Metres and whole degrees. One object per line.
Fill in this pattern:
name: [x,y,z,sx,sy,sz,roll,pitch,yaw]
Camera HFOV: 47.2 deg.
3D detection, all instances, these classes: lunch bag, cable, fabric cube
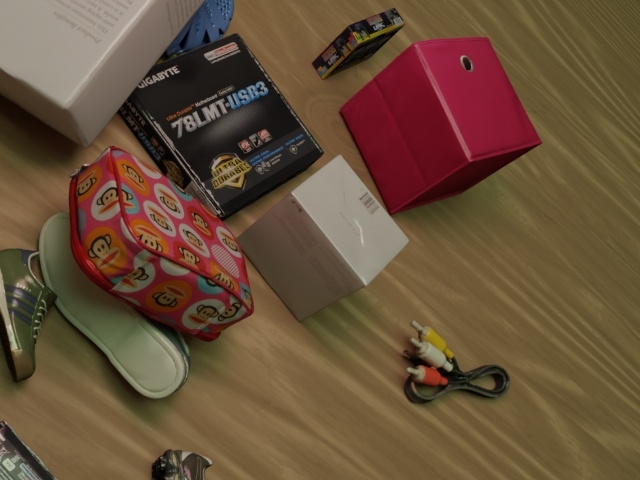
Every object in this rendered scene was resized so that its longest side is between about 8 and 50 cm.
lunch bag: [-0.233,-0.007,1.089,0.293,0.120,0.258,40,21,-45]
cable: [0.267,0.265,1.414,0.287,0.072,0.139,25,61,-23]
fabric cube: [0.248,-0.240,1.529,0.254,0.259,0.258,-16,77,-40]

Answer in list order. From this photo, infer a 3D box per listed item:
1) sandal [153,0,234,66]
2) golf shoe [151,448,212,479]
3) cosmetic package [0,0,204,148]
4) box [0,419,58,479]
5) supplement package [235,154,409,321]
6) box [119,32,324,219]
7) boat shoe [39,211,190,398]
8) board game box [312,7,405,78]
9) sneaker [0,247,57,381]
sandal: [-0.258,-0.402,1.339,0.126,0.138,0.317,45,48,-5]
golf shoe: [-0.184,0.396,1.034,0.094,0.077,0.198,9,64,-32]
cosmetic package: [-0.331,-0.399,1.136,0.230,0.161,0.453,33,74,4]
box: [-0.378,0.465,0.853,0.395,0.097,0.318,50,48,-4]
supplement package: [0.000,0.000,1.274,0.194,0.203,0.149,52,49,-3]
box: [-0.180,-0.208,1.341,0.295,0.073,0.293,-36,91,-41]
boat shoe: [-0.306,0.096,1.106,0.319,0.116,0.099,52,6,6]
board game box: [0.082,-0.426,1.582,0.170,0.141,0.048,-34,91,-41]
sneaker: [-0.410,0.095,1.031,0.086,0.064,0.192,-13,72,-33]
